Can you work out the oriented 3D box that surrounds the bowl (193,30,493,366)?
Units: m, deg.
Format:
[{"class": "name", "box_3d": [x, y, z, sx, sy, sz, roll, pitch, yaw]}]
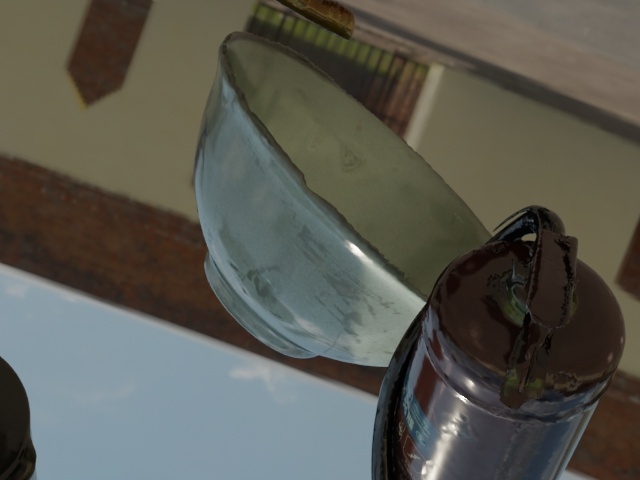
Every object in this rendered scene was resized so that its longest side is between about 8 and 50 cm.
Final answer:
[{"class": "bowl", "box_3d": [0.000, 0.000, 0.973, 0.313, 0.146, 0.313, 40, -161, -17]}]

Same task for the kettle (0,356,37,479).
[{"class": "kettle", "box_3d": [-0.409, 0.263, 1.155, 0.361, 0.376, 0.250, 21, -140, 16]}]

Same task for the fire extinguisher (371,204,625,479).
[{"class": "fire extinguisher", "box_3d": [0.079, 0.109, 0.669, 0.105, 0.341, 0.141, 10, -131, 0]}]

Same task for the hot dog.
[{"class": "hot dog", "box_3d": [-0.033, -0.193, 0.968, 0.137, 0.028, 0.044, 26, -177, -17]}]
